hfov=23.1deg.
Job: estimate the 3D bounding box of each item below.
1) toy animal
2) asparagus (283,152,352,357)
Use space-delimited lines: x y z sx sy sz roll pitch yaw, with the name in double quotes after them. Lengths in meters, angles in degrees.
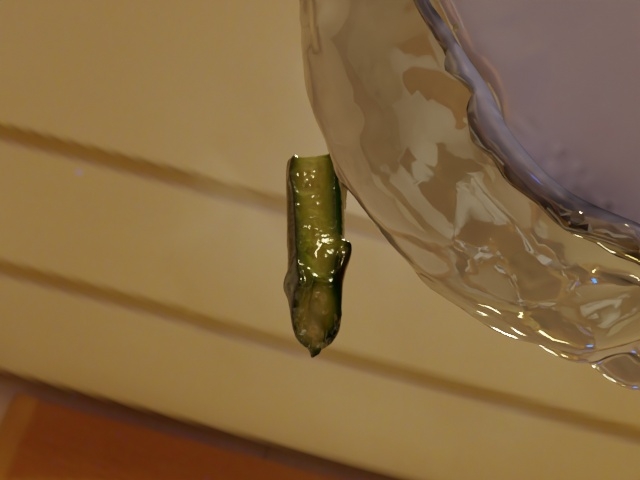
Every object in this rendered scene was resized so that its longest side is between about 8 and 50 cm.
0.092 -0.052 0.525 0.258 0.194 0.357 42 -6 6 "toy animal"
-0.001 0.000 0.581 0.025 0.108 0.021 -3 -49 3 "asparagus"
